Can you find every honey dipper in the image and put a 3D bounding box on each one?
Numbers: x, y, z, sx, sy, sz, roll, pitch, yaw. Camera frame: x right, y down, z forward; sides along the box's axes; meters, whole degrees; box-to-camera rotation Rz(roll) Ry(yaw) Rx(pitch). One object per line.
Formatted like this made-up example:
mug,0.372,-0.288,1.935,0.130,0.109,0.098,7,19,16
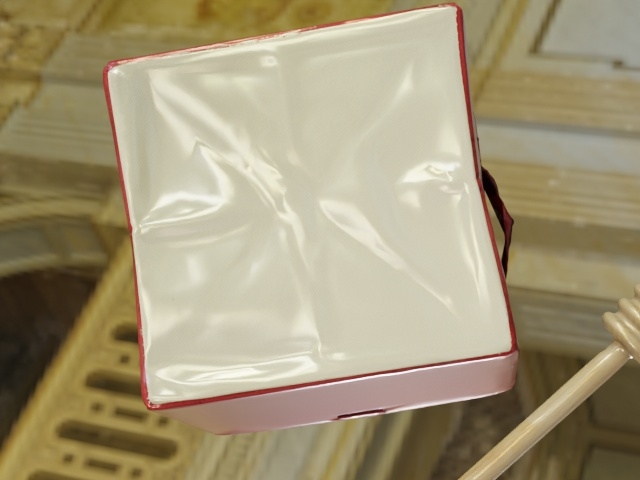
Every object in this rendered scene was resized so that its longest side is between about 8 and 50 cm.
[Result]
honey dipper,0.087,0.070,0.624,0.160,0.030,0.030,-43,-27,6

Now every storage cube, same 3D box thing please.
storage cube,0.000,0.000,0.868,0.193,0.215,0.184,61,-159,-78
